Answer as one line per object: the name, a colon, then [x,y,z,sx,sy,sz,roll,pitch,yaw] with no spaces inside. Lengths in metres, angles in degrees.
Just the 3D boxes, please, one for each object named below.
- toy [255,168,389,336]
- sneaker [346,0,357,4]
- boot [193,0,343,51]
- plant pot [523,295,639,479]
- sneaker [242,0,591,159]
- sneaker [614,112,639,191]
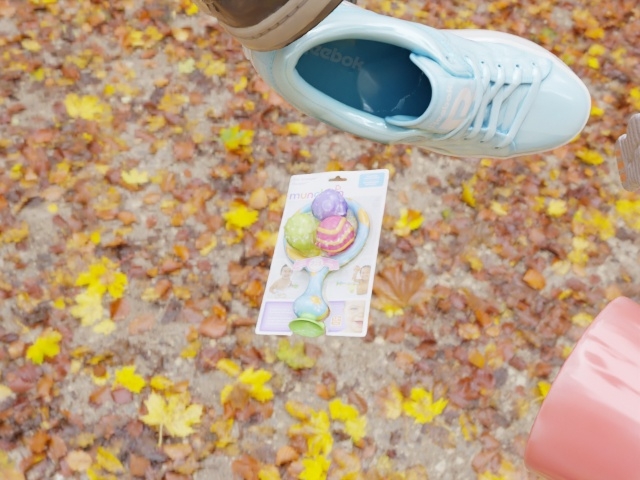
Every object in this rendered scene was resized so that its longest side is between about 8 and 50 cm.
toy: [0.000,0.000,0.910,0.136,0.056,0.237,-1,59,19]
sneaker: [0.033,-0.356,0.931,0.295,0.147,0.104,-36,50,-15]
boot: [-0.117,-0.275,0.493,0.138,0.284,0.377,-51,30,4]
plant pot: [0.434,0.243,0.952,0.243,0.275,0.275,29,51,31]
sneaker: [0.108,-0.130,0.702,0.365,0.135,0.150,7,30,-17]
sneaker: [0.557,-0.142,1.119,0.180,0.321,0.125,-11,94,13]
